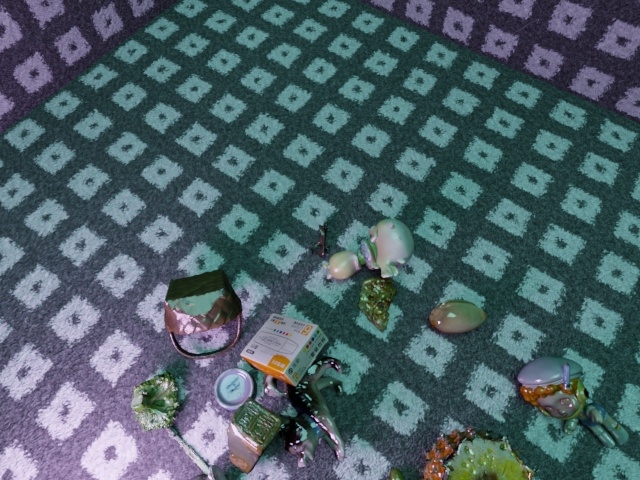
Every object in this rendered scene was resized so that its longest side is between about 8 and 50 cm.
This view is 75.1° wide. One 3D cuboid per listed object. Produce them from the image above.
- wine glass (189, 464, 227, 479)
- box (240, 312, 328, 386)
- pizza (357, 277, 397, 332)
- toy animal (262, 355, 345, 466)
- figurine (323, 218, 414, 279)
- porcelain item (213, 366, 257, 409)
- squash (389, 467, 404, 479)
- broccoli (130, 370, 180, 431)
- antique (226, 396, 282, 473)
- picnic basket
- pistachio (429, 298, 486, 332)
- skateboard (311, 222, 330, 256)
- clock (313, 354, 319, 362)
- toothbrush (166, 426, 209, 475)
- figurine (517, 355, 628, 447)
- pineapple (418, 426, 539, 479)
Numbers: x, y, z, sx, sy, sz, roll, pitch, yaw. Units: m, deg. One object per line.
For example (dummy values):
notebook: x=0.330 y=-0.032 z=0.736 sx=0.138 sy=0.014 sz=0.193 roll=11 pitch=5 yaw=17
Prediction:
wine glass: x=-0.412 y=0.851 z=1.383 sx=0.204 sy=0.111 sz=0.111 roll=-39 pitch=69 yaw=-6
box: x=-0.135 y=0.392 z=1.537 sx=0.273 sy=0.091 sz=0.221 roll=2 pitch=44 yaw=44
pizza: x=0.228 y=0.248 z=1.708 sx=0.147 sy=0.069 sz=0.227 roll=16 pitch=65 yaw=6
toy animal: x=-0.065 y=0.605 z=1.466 sx=0.302 sy=0.194 sz=0.345 roll=-2 pitch=52 yaw=4
figurine: x=0.203 y=0.072 z=1.721 sx=0.393 sy=0.227 sz=0.275 roll=-21 pitch=38 yaw=1
porcelain item: x=-0.311 y=0.549 z=1.535 sx=0.147 sy=0.114 sz=0.147 roll=0 pitch=65 yaw=-1
squash: x=0.282 y=0.869 z=1.408 sx=0.052 sy=0.052 sz=0.184 roll=-17 pitch=68 yaw=-8
broccoli: x=-0.600 y=0.574 z=1.485 sx=0.194 sy=0.194 sz=0.220 roll=20 pitch=71 yaw=10
antique: x=-0.228 y=0.665 z=1.386 sx=0.150 sy=0.284 sz=0.125 roll=29 pitch=43 yaw=16
picnic basket: x=-0.442 y=0.306 z=1.601 sx=0.292 sy=0.337 sz=0.338 roll=-11 pitch=64 yaw=-12
pistachio: x=0.537 y=0.303 z=1.645 sx=0.214 sy=0.144 sz=0.144 roll=0 pitch=63 yaw=-6
skateboard: x=0.000 y=0.000 z=1.842 sx=0.080 sy=0.067 sz=0.152 roll=-3 pitch=67 yaw=10
clock: x=-0.047 y=0.443 z=1.640 sx=0.085 sy=0.017 sz=0.085 roll=0 pitch=63 yaw=1
toothbrush: x=-0.448 y=0.768 z=1.480 sx=0.294 sy=0.028 sz=0.026 roll=39 pitch=71 yaw=12
figurine: x=0.897 y=0.578 z=1.507 sx=0.382 sy=0.224 sz=0.205 roll=49 pitch=48 yaw=-3
pineapple: x=0.487 y=0.775 z=1.311 sx=0.351 sy=0.300 sz=0.353 roll=-1 pitch=62 yaw=1
